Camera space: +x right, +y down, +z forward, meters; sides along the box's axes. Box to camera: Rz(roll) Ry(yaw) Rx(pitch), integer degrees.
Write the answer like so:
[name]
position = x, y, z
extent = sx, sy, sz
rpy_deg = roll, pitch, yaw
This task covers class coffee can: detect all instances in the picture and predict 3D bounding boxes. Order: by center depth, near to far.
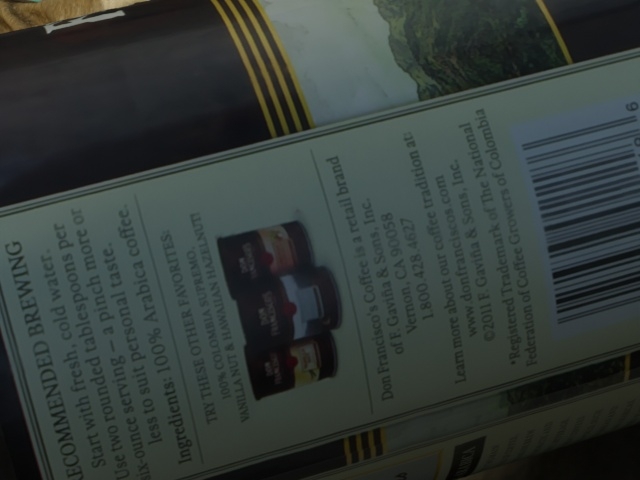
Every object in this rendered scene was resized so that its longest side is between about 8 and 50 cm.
[coffee can]
position = 0.000, 0.000, 0.521
extent = 0.275, 0.202, 0.201
rpy_deg = -15, 40, -11

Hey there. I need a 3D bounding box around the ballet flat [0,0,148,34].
[ballet flat]
position = -0.159, -0.099, 0.884
extent = 0.342, 0.116, 0.124
rpy_deg = 12, 81, 42
